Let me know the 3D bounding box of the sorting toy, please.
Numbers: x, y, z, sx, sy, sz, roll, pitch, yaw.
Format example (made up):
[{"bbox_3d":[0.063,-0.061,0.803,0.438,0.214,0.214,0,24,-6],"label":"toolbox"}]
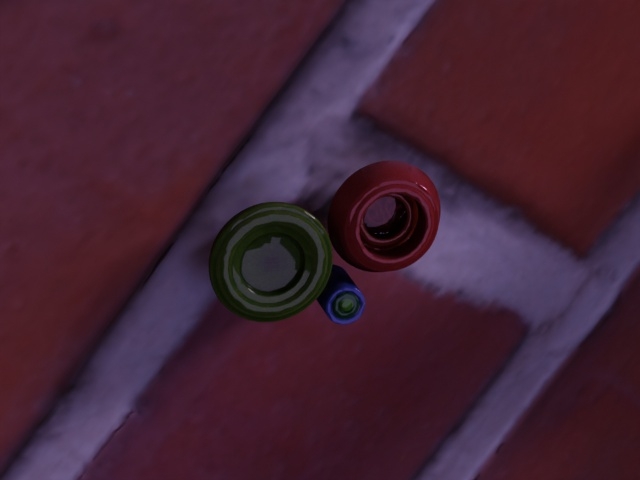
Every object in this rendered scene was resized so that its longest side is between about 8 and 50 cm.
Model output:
[{"bbox_3d":[0.000,0.000,0.691,0.102,0.042,0.061,-17,115,-11],"label":"sorting toy"}]
